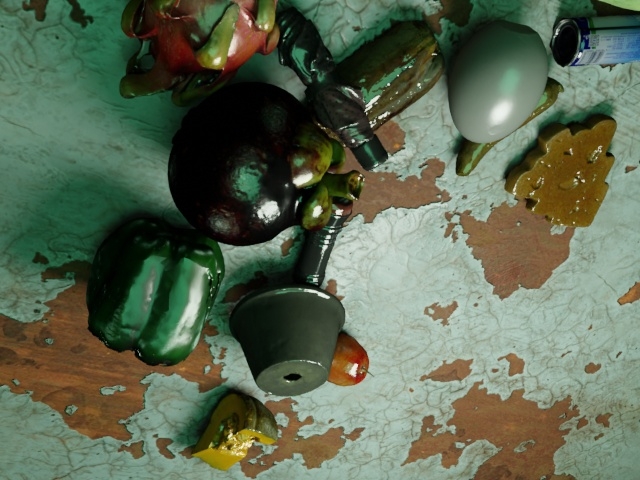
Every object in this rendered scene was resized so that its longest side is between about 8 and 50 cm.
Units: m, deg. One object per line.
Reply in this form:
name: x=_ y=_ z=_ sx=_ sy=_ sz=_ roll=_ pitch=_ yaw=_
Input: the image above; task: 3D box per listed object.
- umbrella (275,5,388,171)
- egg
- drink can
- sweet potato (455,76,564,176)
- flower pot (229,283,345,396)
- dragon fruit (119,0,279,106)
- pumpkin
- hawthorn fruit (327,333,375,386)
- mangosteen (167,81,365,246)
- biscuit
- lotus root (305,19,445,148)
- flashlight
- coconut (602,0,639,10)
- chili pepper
umbrella: x=0.016 y=-0.262 z=1.150 sx=0.094 sy=0.090 sz=0.326 roll=-34 pitch=100 yaw=-7
egg: x=0.332 y=-0.295 z=1.224 sx=0.176 sy=0.176 sz=0.232 roll=0 pitch=131 yaw=-16
drink can: x=0.587 y=-0.400 z=1.279 sx=0.235 sy=0.097 sz=0.097 roll=-8 pitch=123 yaw=-11
sweet potato: x=0.378 y=-0.241 z=1.335 sx=0.273 sy=0.075 sz=0.075 roll=-41 pitch=123 yaw=14
flower pot: x=-0.067 y=0.234 z=1.412 sx=0.269 sy=0.166 sz=0.269 roll=-5 pitch=137 yaw=-5
dragon fruit: x=-0.191 y=-0.356 z=1.028 sx=0.307 sy=0.243 sz=0.227 roll=-13 pitch=156 yaw=38
pumpkin: x=-0.211 y=0.466 z=1.589 sx=0.248 sy=0.126 sz=0.131 roll=-35 pitch=134 yaw=30
hawthorn fruit: x=0.064 y=0.290 z=1.546 sx=0.140 sy=0.125 sz=0.125 roll=-11 pitch=126 yaw=15
mangosteen: x=-0.111 y=-0.123 z=1.138 sx=0.313 sy=0.297 sz=0.297 roll=27 pitch=111 yaw=-32
biscuit: x=0.560 y=-0.136 z=1.467 sx=0.278 sy=0.043 sz=0.301 roll=-30 pitch=126 yaw=1
lotus root: x=0.096 y=-0.277 z=1.227 sx=0.329 sy=0.078 sz=0.167 roll=-39 pitch=122 yaw=9
flashlight: x=0.000 y=0.000 z=1.375 sx=0.093 sy=0.093 sz=0.232 roll=5 pitch=125 yaw=-19
coconut: x=0.550 y=-0.563 z=1.067 sx=0.328 sy=0.281 sz=0.328 roll=0 pitch=91 yaw=17
chili pepper: x=-0.313 y=0.092 z=1.256 sx=0.248 sy=0.233 sz=0.256 roll=15 pitch=110 yaw=-28
